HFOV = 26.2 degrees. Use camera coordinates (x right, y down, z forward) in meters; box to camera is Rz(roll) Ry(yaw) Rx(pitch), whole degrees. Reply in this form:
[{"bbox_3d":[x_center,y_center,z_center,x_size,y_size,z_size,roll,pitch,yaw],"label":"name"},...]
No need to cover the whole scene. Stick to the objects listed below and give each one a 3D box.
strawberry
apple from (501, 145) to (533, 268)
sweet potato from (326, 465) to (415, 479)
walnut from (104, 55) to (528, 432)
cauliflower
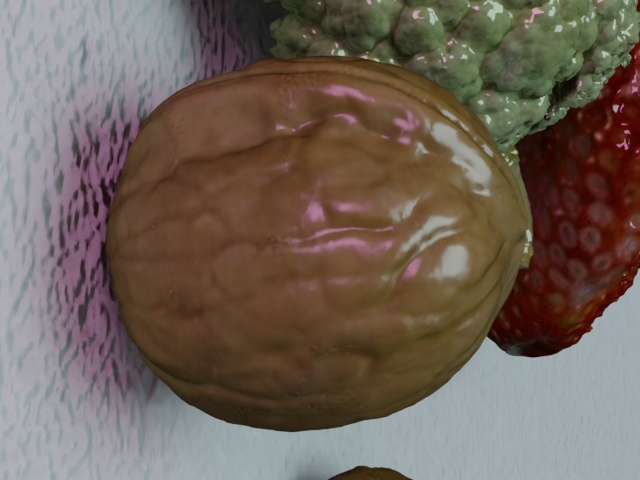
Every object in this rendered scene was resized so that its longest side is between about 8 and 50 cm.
[{"bbox_3d":[0.210,-0.073,1.153,0.312,0.267,0.351,105,5,-79],"label":"strawberry"},{"bbox_3d":[0.067,-0.023,0.972,0.158,0.147,0.156,1,124,-59],"label":"apple"},{"bbox_3d":[0.071,0.239,0.997,0.292,0.097,0.097,53,41,-50],"label":"sweet potato"},{"bbox_3d":[0.000,0.000,0.739,0.228,0.228,0.227,18,70,-63],"label":"walnut"},{"bbox_3d":[0.063,-0.188,0.900,0.250,0.272,0.275,-149,-128,-75],"label":"cauliflower"}]
